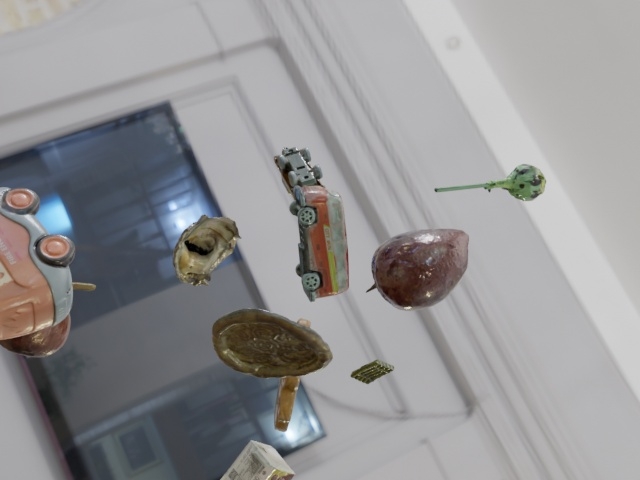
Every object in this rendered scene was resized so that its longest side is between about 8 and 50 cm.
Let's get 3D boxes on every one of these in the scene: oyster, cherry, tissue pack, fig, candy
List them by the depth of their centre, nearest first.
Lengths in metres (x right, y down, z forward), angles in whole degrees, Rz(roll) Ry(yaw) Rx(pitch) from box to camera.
[{"bbox_3d":[-0.628,0.153,1.967,0.207,0.175,0.175,-54,-132,16],"label":"fig"},{"bbox_3d":[-0.148,0.545,1.991,0.106,0.148,0.099,40,4,41],"label":"tissue pack"},{"bbox_3d":[0.406,-0.127,2.107,0.083,0.306,0.091,121,-45,-54],"label":"candy"},{"bbox_3d":[0.252,0.068,2.253,0.202,0.300,0.230,62,-1,3],"label":"cherry"},{"bbox_3d":[-0.361,0.019,2.683,0.275,0.271,0.100,51,19,-47],"label":"oyster"}]

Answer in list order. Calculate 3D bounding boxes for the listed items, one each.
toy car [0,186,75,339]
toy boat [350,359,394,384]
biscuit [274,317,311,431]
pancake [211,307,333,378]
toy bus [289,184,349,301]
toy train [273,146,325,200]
[{"bbox_3d":[-0.566,0.049,1.554,0.270,0.213,0.180,48,-36,23],"label":"toy car"},{"bbox_3d":[0.135,0.343,2.307,0.115,0.063,0.016,-38,-145,46],"label":"toy boat"},{"bbox_3d":[-0.081,0.358,2.305,0.354,0.052,0.275,105,-2,-55],"label":"biscuit"},{"bbox_3d":[-0.104,0.213,1.777,0.250,0.250,0.031,98,3,-53],"label":"pancake"},{"bbox_3d":[0.000,0.000,2.041,0.121,0.120,0.264,-130,-146,-73],"label":"toy bus"},{"bbox_3d":[-0.055,-0.165,2.358,0.127,0.089,0.219,86,-20,-45],"label":"toy train"}]
